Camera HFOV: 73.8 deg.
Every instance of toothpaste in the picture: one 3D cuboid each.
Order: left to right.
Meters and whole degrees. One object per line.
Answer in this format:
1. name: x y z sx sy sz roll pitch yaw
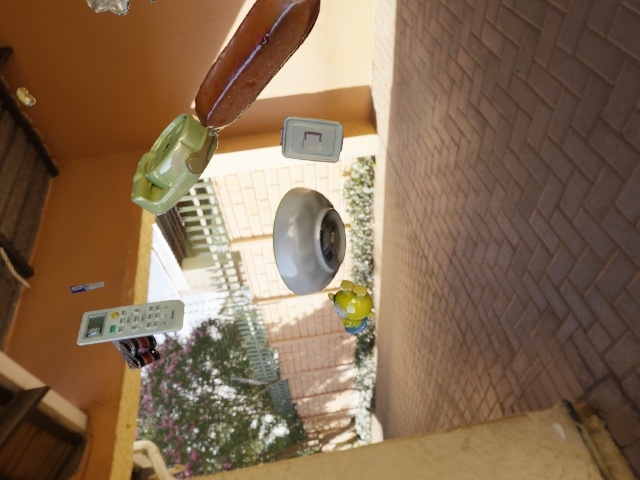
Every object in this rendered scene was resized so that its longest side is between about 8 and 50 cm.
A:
1. toothpaste: -0.624 0.124 1.140 0.024 0.083 0.015 54 127 20

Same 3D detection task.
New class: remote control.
1. remote control: -0.540 0.238 1.229 0.051 0.293 0.103 87 175 -52

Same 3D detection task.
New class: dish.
1. dish: 0.000 0.000 1.243 0.324 0.124 0.324 9 -100 -62

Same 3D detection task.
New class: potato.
1. potato: -1.132 -0.549 1.638 0.092 0.045 0.046 45 140 11

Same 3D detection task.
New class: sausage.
1. sausage: -0.114 -0.320 0.736 0.330 0.102 0.102 -38 50 34

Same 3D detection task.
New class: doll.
1. doll: 0.123 0.268 1.726 0.145 0.199 0.363 -58 -18 -30

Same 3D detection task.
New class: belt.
1. belt: -0.693 0.332 1.504 0.359 0.094 0.126 22 116 36

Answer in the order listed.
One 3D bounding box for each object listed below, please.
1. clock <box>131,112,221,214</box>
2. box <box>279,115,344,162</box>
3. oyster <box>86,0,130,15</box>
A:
1. clock: -0.360 -0.228 1.103 0.096 0.308 0.235 37 -158 -35
2. box: -0.048 -0.479 2.018 0.167 0.294 0.193 -119 35 -71
3. oyster: -0.284 -0.399 0.608 0.108 0.165 0.053 53 -178 -28
